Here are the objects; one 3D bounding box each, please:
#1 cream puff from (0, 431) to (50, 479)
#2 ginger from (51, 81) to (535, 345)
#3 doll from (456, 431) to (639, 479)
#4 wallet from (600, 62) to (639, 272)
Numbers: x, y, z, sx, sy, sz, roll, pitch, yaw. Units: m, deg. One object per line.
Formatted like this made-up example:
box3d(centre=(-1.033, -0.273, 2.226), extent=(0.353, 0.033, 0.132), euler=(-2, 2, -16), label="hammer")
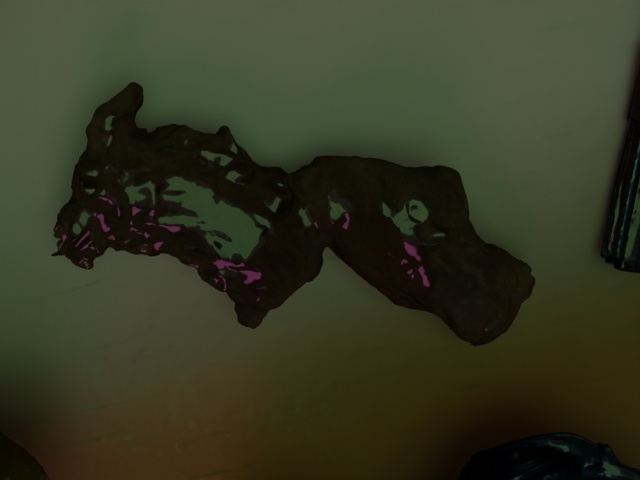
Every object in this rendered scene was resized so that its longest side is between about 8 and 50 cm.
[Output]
box3d(centre=(-0.248, 0.200, 0.569), extent=(0.244, 0.244, 0.196), euler=(-8, 116, -8), label="cream puff")
box3d(centre=(-0.002, -0.001, 0.635), extent=(0.290, 0.084, 0.122), euler=(13, 93, -14), label="ginger")
box3d(centre=(0.117, 0.262, 0.636), extent=(0.309, 0.240, 0.284), euler=(-6, 75, -15), label="doll")
box3d(centre=(0.255, -0.087, 0.686), extent=(0.124, 0.042, 0.230), euler=(6, 103, -14), label="wallet")
